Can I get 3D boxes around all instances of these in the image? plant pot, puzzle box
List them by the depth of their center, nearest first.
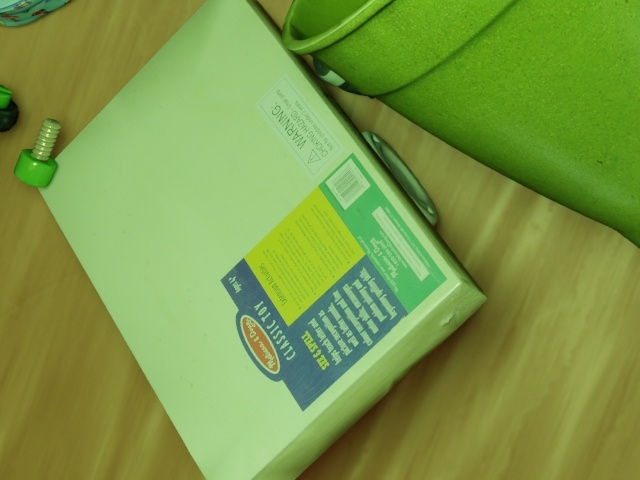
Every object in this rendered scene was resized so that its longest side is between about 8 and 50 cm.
[{"bbox_3d":[0.222,-0.180,1.288,0.353,0.366,0.366,39,103,-16],"label":"plant pot"},{"bbox_3d":[-0.068,-0.003,1.416,0.272,0.052,0.409,-43,54,12],"label":"puzzle box"}]

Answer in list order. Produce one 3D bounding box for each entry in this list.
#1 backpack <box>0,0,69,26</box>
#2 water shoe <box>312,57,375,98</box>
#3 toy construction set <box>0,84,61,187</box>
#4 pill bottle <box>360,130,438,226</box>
[{"bbox_3d":[-0.301,-0.282,1.507,0.158,0.117,0.173,-24,99,16],"label":"backpack"},{"bbox_3d":[0.060,-0.227,1.470,0.080,0.073,0.203,23,91,-27],"label":"water shoe"},{"bbox_3d":[-0.449,-0.056,1.480,0.257,0.309,0.237,35,112,29],"label":"toy construction set"},{"bbox_3d":[0.000,0.000,1.473,0.193,0.108,0.108,-38,86,13],"label":"pill bottle"}]
